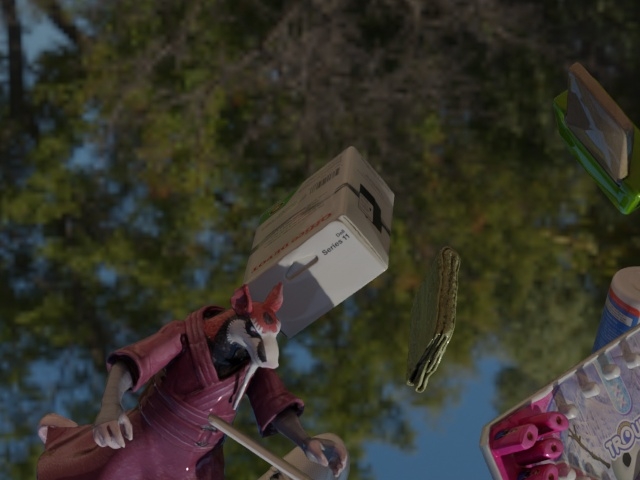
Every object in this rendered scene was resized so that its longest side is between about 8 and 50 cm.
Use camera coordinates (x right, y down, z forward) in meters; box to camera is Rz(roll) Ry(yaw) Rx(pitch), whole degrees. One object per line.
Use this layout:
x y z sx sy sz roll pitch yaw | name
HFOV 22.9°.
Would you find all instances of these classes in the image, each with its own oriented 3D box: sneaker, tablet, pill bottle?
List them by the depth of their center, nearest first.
-0.034 0.131 0.976 0.083 0.006 0.054 34 175 -1 | tablet
0.465 0.160 2.331 0.124 0.221 0.124 9 -152 -5 | pill bottle
-0.092 0.396 2.333 0.169 0.292 0.108 9 -141 -56 | sneaker

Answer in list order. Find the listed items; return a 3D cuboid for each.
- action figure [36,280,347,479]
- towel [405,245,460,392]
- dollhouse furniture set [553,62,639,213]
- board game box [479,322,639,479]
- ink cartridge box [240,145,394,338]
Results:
-0.133 0.184 1.678 0.248 0.370 0.275 25 -161 -19 | action figure
0.127 0.089 1.781 0.027 0.110 0.148 17 -137 -10 | towel
0.330 -0.119 1.052 0.301 0.197 0.151 -34 158 -5 | dollhouse furniture set
0.357 0.284 1.536 0.390 0.390 0.050 -25 -177 -42 | board game box
0.000 0.000 1.809 0.153 0.087 0.208 -36 -163 19 | ink cartridge box
